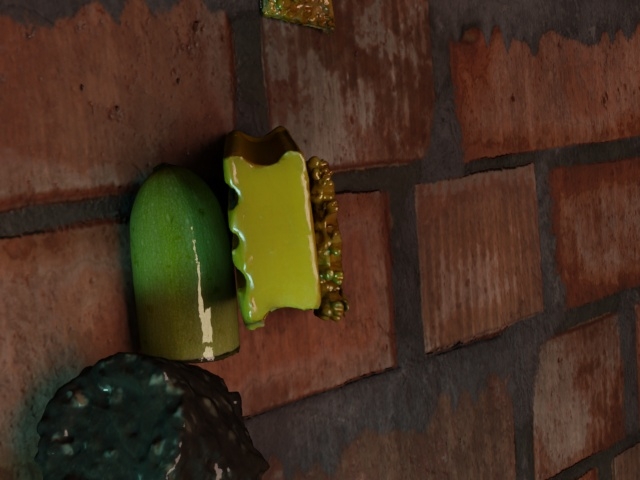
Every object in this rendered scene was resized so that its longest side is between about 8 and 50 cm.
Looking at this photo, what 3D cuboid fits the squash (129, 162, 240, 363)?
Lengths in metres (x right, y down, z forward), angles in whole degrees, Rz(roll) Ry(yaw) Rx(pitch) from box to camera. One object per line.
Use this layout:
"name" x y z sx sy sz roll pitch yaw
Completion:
"squash" -0.174 0.024 1.277 0.132 0.132 0.247 -13 101 -46

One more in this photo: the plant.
"plant" -0.168 0.273 1.200 0.213 0.215 0.312 -38 139 9

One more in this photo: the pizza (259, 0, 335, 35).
"pizza" -0.039 -0.370 1.477 0.131 0.041 0.178 -37 117 -38

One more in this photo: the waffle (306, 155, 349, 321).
"waffle" 0.000 0.000 1.429 0.051 0.228 0.231 -6 89 -5

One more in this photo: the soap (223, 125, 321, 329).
"soap" -0.066 -0.032 1.274 0.096 0.324 0.204 -6 103 -4
